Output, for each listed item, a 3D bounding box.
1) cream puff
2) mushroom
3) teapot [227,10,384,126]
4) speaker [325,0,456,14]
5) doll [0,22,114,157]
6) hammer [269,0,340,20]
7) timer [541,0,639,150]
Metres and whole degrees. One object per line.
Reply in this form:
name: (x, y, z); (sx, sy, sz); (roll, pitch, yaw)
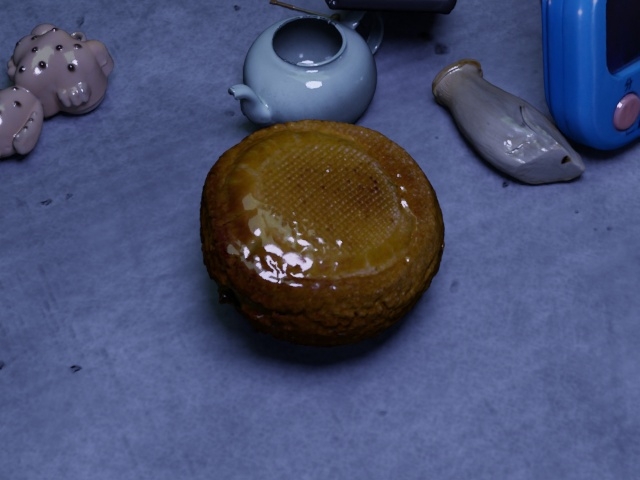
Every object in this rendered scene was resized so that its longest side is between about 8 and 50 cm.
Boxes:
cream puff: (0.000, 0.000, 1.252); (0.302, 0.212, 0.303); (6, 55, -8)
mushroom: (0.249, -0.160, 1.439); (0.108, 0.096, 0.247); (-37, 58, -13)
teapot: (-0.015, -0.244, 1.489); (0.193, 0.129, 0.294); (38, 62, 26)
speaker: (0.112, -0.450, 1.542); (0.180, 0.184, 0.388); (3, 21, 4)
doll: (-0.424, -0.197, 1.487); (0.154, 0.119, 0.278); (35, 70, 26)
hammer: (-0.026, -0.366, 1.661); (0.122, 0.014, 0.029); (19, 46, 19)
timer: (0.430, -0.301, 1.402); (0.340, 0.309, 0.115); (-30, 38, -28)
